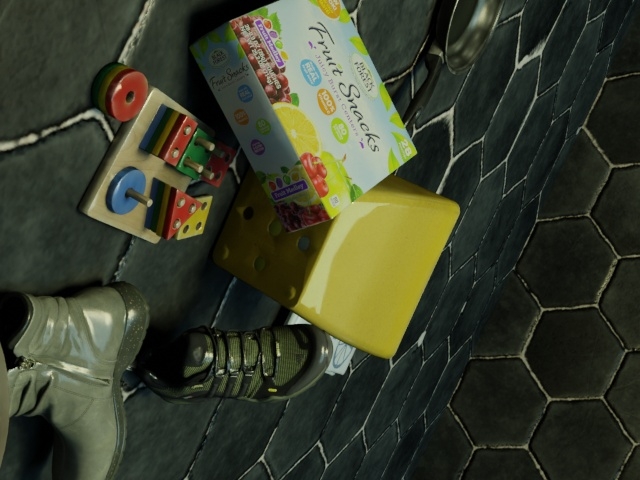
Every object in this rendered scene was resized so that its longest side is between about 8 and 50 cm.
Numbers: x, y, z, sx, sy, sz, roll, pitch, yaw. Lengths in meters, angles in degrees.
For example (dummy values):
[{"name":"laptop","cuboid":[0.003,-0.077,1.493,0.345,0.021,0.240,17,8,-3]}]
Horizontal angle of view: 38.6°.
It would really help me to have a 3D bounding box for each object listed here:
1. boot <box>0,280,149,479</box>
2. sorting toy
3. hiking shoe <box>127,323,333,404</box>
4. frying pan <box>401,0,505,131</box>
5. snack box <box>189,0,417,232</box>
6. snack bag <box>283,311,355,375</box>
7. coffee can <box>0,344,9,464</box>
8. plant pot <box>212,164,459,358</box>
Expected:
[{"name":"boot","cuboid":[-0.260,0.152,0.857,0.161,0.083,0.246,-8,116,-55]},{"name":"sorting toy","cuboid":[-0.147,-0.061,0.886,0.132,0.046,0.274,-62,158,-2]},{"name":"hiking shoe","cuboid":[-0.101,0.136,1.001,0.114,0.227,0.086,39,39,-65]},{"name":"frying pan","cuboid":[0.201,-0.291,1.382,0.326,0.053,0.197,-64,156,3]},{"name":"snack box","cuboid":[-0.011,-0.139,0.919,0.174,0.070,0.207,-37,105,-46]},{"name":"snack bag","cuboid":[0.039,0.066,1.446,0.323,0.037,0.342,-64,158,0]},{"name":"coffee can","cuboid":[-0.329,0.094,0.455,0.201,0.202,0.275,-66,158,6]},{"name":"plant pot","cuboid":[0.000,0.000,1.092,0.187,0.212,0.212,13,103,-54]}]
